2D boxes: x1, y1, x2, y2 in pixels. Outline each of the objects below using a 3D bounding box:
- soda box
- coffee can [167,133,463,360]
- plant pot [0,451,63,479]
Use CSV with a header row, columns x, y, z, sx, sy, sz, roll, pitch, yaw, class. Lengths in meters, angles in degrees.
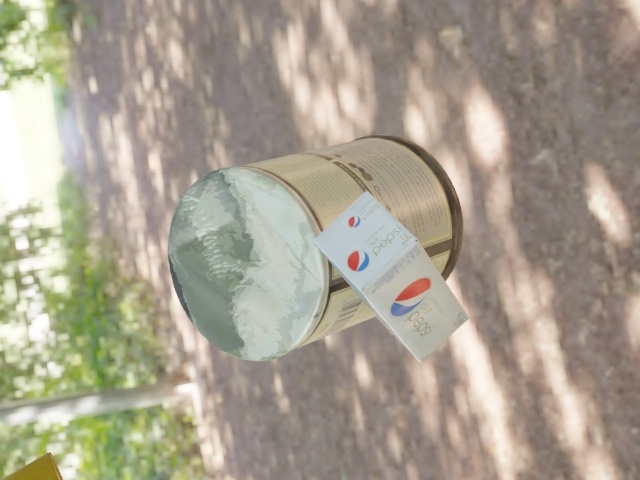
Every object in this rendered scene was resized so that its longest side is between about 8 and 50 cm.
x,y,z,sx,sy,sz,roll,pitch,yaw,class
0.070,0.038,1.312,0.074,0.069,0.216,46,177,28,soda box
0.000,0.000,1.526,0.201,0.275,0.201,8,105,34,coffee can
-0.362,0.384,1.518,0.212,0.212,0.187,-38,85,40,plant pot
